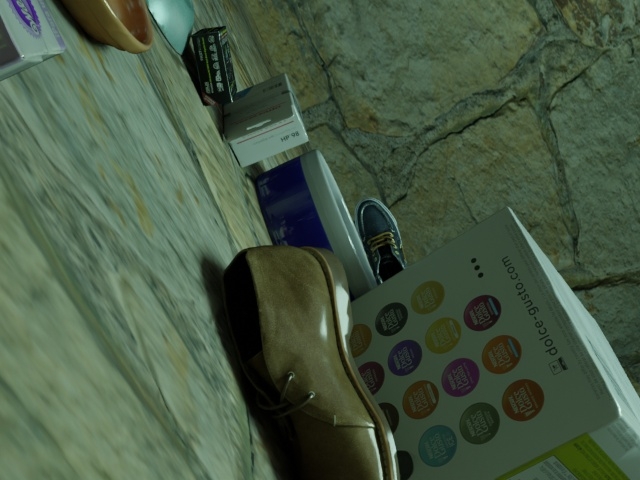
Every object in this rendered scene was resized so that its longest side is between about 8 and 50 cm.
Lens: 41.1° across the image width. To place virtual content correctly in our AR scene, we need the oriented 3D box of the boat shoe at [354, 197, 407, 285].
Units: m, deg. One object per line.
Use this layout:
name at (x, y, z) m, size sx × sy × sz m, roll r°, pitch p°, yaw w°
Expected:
boat shoe at (0.101, 0.012, 1.344) m, size 0.083 × 0.065 × 0.183 m, roll 49°, pitch 21°, yaw -79°

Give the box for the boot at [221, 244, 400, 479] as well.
boot at (-0.018, 0.145, 0.751) m, size 0.115 × 0.112 × 0.305 m, roll 10°, pitch 56°, yaw -47°

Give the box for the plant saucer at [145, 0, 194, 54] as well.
plant saucer at (-0.198, -0.329, 1.065) m, size 0.195 × 0.037 × 0.195 m, roll -22°, pitch 90°, yaw -85°

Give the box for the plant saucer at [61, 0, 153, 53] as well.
plant saucer at (-0.199, -0.243, 0.699) m, size 0.200 × 0.037 × 0.200 m, roll -23°, pitch 90°, yaw -86°

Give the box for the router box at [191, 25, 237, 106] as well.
router box at (-0.140, -0.234, 1.134) m, size 0.122 × 0.038 × 0.092 m, roll -98°, pitch 179°, yaw -73°

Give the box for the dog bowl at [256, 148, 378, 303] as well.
dog bowl at (0.000, 0.000, 1.311) m, size 0.265 × 0.104 × 0.265 m, roll -22°, pitch 90°, yaw -85°

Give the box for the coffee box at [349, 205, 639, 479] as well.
coffee box at (0.240, 0.236, 1.166) m, size 0.338 × 0.334 × 0.337 m, roll 43°, pitch 22°, yaw -42°

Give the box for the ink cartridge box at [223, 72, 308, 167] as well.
ink cartridge box at (-0.079, -0.166, 1.210) m, size 0.180 × 0.104 × 0.060 m, roll -102°, pitch 169°, yaw -60°

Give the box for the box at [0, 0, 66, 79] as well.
box at (-0.207, -0.210, 0.328) m, size 0.063 × 0.067 × 0.324 m, roll -89°, pitch 157°, yaw -75°
